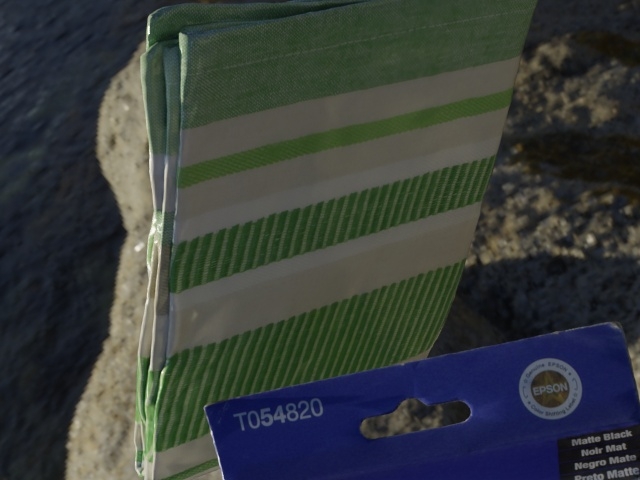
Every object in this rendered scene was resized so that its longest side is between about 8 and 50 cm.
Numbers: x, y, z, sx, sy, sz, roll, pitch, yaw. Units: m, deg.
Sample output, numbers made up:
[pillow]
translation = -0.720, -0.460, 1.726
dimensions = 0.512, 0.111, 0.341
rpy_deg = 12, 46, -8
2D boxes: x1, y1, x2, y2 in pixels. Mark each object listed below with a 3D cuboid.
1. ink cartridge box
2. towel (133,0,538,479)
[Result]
[ink cartridge box]
translation = 0.062, 0.170, 0.504
dimensions = 0.223, 0.224, 0.045
rpy_deg = -14, 1, 15
[towel]
translation = 0.000, 0.000, 0.637
dimensions = 0.248, 0.325, 0.038
rpy_deg = -16, 42, -31
